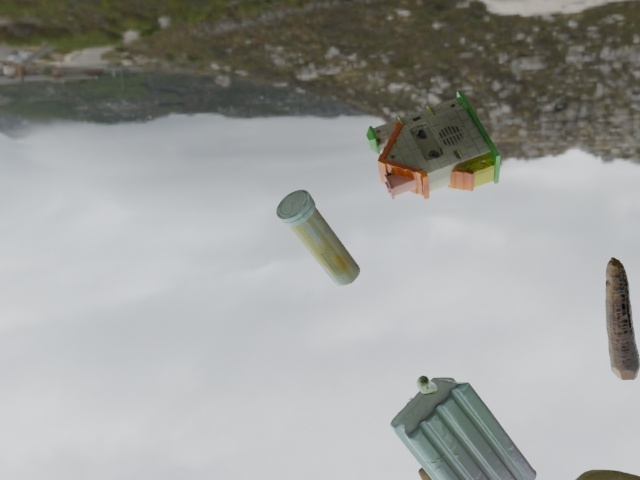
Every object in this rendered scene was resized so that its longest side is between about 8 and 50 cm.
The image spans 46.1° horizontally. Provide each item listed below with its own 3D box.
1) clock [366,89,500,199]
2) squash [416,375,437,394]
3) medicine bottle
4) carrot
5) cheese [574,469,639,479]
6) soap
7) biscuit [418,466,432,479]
[{"bbox_3d":[0.254,-0.203,1.752,0.255,0.219,0.106,-20,147,-1],"label":"clock"},{"bbox_3d":[0.166,0.230,1.194,0.027,0.027,0.089,2,160,21],"label":"squash"},{"bbox_3d":[0.000,0.000,1.459,0.074,0.218,0.074,-21,-139,20],"label":"medicine bottle"},{"bbox_3d":[0.668,0.175,1.672,0.066,0.314,0.066,-13,-155,6],"label":"carrot"},{"bbox_3d":[0.546,0.528,1.352,0.226,0.117,0.214,14,-122,26],"label":"cheese"},{"bbox_3d":[0.296,0.431,1.552,0.173,0.289,0.095,-42,-164,-15],"label":"soap"},{"bbox_3d":[0.389,0.673,2.092,0.239,0.212,0.041,11,-173,11],"label":"biscuit"}]
